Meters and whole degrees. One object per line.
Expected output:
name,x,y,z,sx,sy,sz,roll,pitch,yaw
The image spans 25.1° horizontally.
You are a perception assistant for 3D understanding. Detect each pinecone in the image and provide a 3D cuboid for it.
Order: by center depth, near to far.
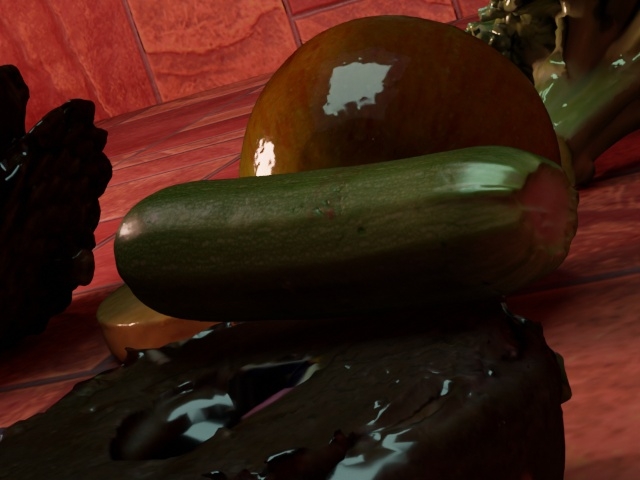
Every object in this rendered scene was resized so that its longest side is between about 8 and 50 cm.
pinecone,-0.315,-0.021,1.195,0.296,0.242,0.298,-8,12,24

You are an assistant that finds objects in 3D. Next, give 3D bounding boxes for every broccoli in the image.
broccoli,0.236,-0.177,1.153,0.260,0.235,0.288,-21,-24,-17

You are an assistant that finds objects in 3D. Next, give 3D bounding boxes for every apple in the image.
apple,0.044,-0.033,0.857,0.196,0.196,0.196,-18,12,4

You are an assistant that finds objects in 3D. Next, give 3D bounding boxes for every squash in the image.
squash,0.000,0.000,0.587,0.229,0.066,0.066,-6,17,42

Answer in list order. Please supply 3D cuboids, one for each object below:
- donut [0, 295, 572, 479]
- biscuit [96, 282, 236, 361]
donut,-0.026,0.100,0.565,0.270,0.103,0.269,-18,10,3
biscuit,-0.041,0.007,1.129,0.275,0.052,0.355,-12,13,28
